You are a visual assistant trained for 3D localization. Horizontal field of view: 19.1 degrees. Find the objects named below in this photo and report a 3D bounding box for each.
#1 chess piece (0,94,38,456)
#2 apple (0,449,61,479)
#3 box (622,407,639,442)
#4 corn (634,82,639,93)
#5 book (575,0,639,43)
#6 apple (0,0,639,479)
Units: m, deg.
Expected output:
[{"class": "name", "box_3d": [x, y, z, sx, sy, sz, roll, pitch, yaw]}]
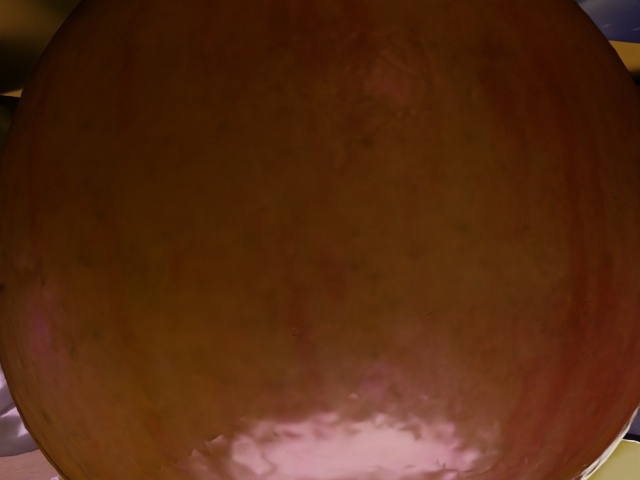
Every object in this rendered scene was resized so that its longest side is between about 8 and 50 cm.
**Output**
[{"class": "chess piece", "box_3d": [-0.236, -0.006, 0.790, 0.182, 0.182, 0.330, -11, 166, 28]}, {"class": "apple", "box_3d": [-0.175, 0.041, 1.151, 0.293, 0.163, 0.251, -23, 157, 17]}, {"class": "box", "box_3d": [0.155, 0.042, 1.199, 0.350, 0.058, 0.211, 11, 143, -6]}, {"class": "corn", "box_3d": [0.217, -0.048, 1.089, 0.260, 0.091, 0.091, -4, -158, -10]}, {"class": "book", "box_3d": [0.228, -0.127, 0.784, 0.191, 0.025, 0.269, 1, 169, -36]}, {"class": "apple", "box_3d": [0.000, 0.000, 0.755, 0.286, 0.233, 0.286, -4, 168, -1]}]
